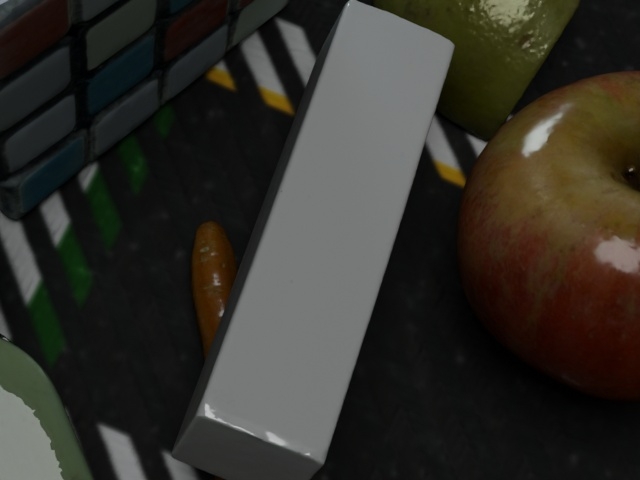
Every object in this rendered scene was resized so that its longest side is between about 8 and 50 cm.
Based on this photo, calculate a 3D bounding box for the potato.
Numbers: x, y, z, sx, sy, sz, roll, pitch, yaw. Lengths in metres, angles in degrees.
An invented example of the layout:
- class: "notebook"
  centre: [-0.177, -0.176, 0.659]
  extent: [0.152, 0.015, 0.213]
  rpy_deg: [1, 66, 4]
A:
- class: "potato"
  centre: [0.087, -0.156, 1.052]
  extent: [0.149, 0.081, 0.120]
  rpy_deg: [27, 66, 3]

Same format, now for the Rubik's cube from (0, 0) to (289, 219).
- class: "Rubik's cube"
  centre: [-0.173, -0.213, 0.947]
  extent: [0.259, 0.253, 0.256]
  rpy_deg: [-38, 79, -21]

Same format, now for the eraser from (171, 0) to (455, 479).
- class: "eraser"
  centre: [0.000, 0.000, 0.956]
  extent: [0.076, 0.078, 0.298]
  rpy_deg: [23, 60, -6]

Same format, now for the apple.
- class: "apple"
  centre: [0.185, -0.002, 0.963]
  extent: [0.209, 0.164, 0.209]
  rpy_deg: [3, 57, -4]

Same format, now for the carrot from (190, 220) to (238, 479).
- class: "carrot"
  centre: [-0.049, 0.102, 0.957]
  extent: [0.043, 0.043, 0.248]
  rpy_deg: [-7, 68, -10]

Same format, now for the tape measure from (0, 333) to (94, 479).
- class: "tape measure"
  centre: [-0.242, 0.153, 0.872]
  extent: [0.235, 0.115, 0.207]
  rpy_deg: [-21, 75, -15]
